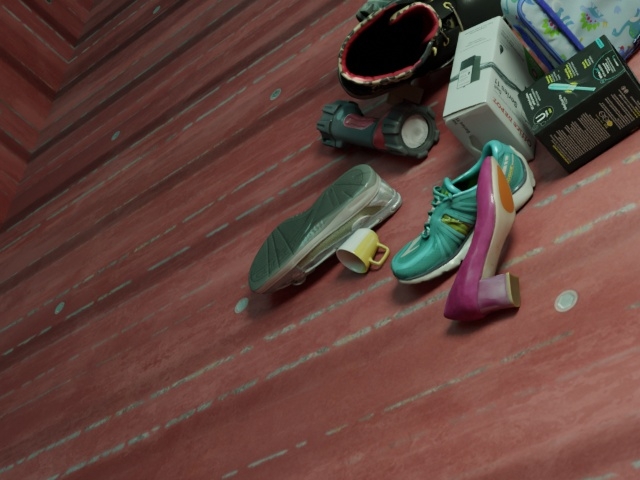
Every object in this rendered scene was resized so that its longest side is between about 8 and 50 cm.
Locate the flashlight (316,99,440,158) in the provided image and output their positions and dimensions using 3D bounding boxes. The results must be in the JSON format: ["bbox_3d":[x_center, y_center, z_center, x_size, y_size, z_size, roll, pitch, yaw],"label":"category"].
[{"bbox_3d":[0.101,-0.221,1.970,0.103,0.103,0.304,-29,24,-20],"label":"flashlight"}]

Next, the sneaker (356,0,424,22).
[{"bbox_3d":[0.202,-0.495,2.125,0.146,0.122,0.330,-54,32,-6],"label":"sneaker"}]

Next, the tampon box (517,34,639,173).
[{"bbox_3d":[0.402,-0.206,1.573,0.161,0.101,0.120,-35,33,22],"label":"tampon box"}]

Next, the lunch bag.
[{"bbox_3d":[0.400,-0.353,1.628,0.176,0.219,0.090,-47,25,0],"label":"lunch bag"}]

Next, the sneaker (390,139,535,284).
[{"bbox_3d":[0.206,-0.046,1.629,0.275,0.110,0.107,-45,31,5],"label":"sneaker"}]

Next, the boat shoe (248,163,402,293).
[{"bbox_3d":[0.001,-0.002,1.860,0.320,0.103,0.118,-42,32,17],"label":"boat shoe"}]

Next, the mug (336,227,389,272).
[{"bbox_3d":[0.076,0.017,1.786,0.064,0.078,0.062,-54,-4,-26],"label":"mug"}]

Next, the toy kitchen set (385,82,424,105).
[{"bbox_3d":[0.182,-0.299,2.028,0.068,0.075,0.083,25,112,21],"label":"toy kitchen set"}]

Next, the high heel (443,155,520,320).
[{"bbox_3d":[0.228,-0.003,1.539,0.117,0.082,0.244,-14,72,31],"label":"high heel"}]

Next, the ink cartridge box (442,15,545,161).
[{"bbox_3d":[0.287,-0.237,1.703,0.087,0.153,0.208,-19,43,38],"label":"ink cartridge box"}]

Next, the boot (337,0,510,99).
[{"bbox_3d":[0.191,-0.370,1.833,0.377,0.138,0.284,-25,2,8],"label":"boot"}]
